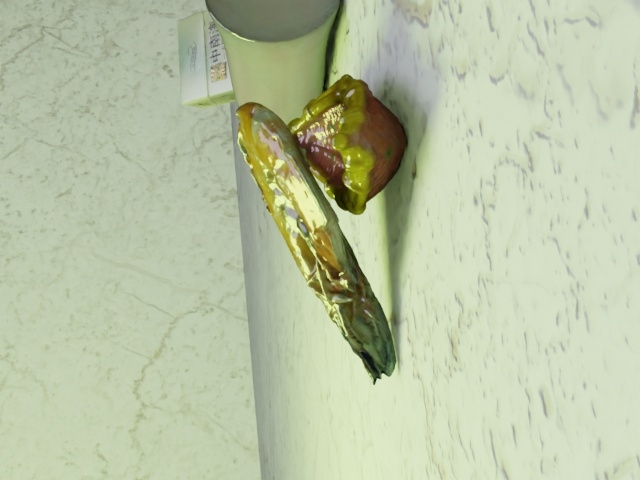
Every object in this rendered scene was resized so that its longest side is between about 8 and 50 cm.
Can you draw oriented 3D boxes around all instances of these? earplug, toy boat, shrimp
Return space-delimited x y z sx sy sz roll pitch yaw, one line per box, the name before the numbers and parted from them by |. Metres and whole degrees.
earplug | -0.063 -0.242 1.143 0.301 0.172 0.172 93 170 -61
toy boat | 0.023 -0.097 0.826 0.318 0.099 0.141 -150 54 -76
shrimp | 0.000 0.000 0.812 0.317 0.062 0.164 62 172 -1

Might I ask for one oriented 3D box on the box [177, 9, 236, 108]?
box | -0.136 -0.320 1.368 0.242 0.067 0.155 -8 83 37
